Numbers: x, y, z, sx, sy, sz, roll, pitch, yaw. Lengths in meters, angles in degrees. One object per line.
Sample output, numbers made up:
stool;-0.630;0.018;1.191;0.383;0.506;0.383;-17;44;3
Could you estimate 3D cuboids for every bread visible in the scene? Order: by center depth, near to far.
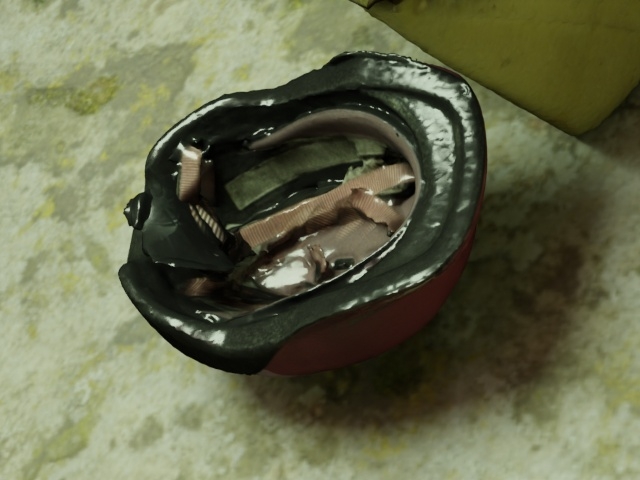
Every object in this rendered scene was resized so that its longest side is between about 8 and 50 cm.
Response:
bread;0.077;-0.242;1.090;0.345;0.405;0.242;39;96;33

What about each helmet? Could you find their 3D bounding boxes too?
helmet;0.000;0.000;1.093;0.253;0.154;0.198;-2;61;22
